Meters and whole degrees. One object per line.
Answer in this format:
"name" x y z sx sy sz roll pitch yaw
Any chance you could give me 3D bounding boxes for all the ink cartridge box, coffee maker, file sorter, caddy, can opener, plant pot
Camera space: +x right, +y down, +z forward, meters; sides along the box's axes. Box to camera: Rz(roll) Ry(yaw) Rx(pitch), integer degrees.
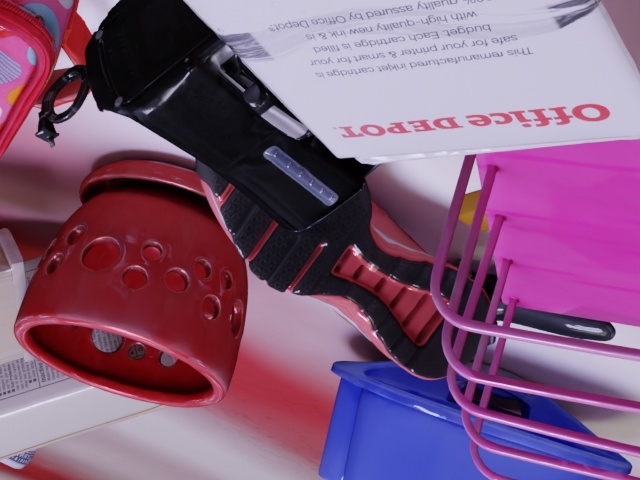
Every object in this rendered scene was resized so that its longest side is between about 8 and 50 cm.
"ink cartridge box" 0.037 -0.165 0.635 0.211 0.121 0.289 -2 152 32
"coffee maker" -0.058 -0.091 0.841 0.171 0.120 0.178 -15 146 30
"file sorter" 0.196 0.056 0.883 0.202 0.182 0.290 9 153 18
"caddy" 0.161 0.220 1.372 0.341 0.179 0.241 19 180 -12
"can opener" 0.176 0.056 1.130 0.186 0.059 0.073 3 137 27
"plant pot" -0.152 0.033 1.120 0.191 0.174 0.191 11 157 5

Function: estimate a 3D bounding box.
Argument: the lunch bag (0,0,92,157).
"lunch bag" -0.281 -0.147 0.876 0.258 0.120 0.293 18 158 -19

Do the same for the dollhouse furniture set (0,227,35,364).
"dollhouse furniture set" -0.408 -0.043 1.147 0.198 0.303 0.286 -18 141 -22

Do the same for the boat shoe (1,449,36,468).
"boat shoe" -0.416 0.096 1.471 0.367 0.156 0.136 34 175 35

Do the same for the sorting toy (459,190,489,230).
"sorting toy" 0.259 -0.014 0.950 0.229 0.041 0.307 29 152 -31

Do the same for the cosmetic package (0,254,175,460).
"cosmetic package" -0.309 0.121 1.268 0.310 0.160 0.113 -17 153 0

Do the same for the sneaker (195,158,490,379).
"sneaker" 0.000 0.001 1.046 0.314 0.116 0.136 43 175 -30
